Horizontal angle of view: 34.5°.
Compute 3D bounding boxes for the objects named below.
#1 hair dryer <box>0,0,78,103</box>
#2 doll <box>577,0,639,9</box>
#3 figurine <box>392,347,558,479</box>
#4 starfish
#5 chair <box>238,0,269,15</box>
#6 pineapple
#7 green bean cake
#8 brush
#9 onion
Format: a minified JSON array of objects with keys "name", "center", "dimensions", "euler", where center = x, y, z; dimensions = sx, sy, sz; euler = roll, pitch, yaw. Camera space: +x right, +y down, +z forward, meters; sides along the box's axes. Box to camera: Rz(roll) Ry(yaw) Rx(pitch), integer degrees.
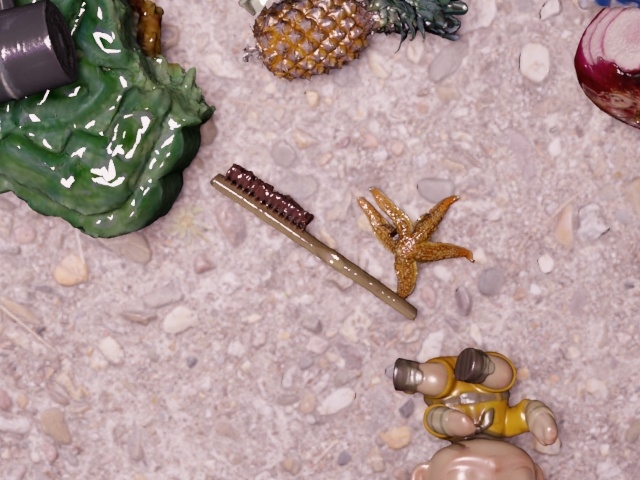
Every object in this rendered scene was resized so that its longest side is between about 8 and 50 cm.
[{"name":"hair dryer","center":[-0.285,-0.219,0.846],"dimensions":[0.124,0.071,0.219],"euler":[-13,89,2]},{"name":"doll","center":[0.263,-0.252,0.928],"dimensions":[0.057,0.227,0.114],"euler":[-46,137,-19]},{"name":"figurine","center":[0.157,0.239,1.032],"dimensions":[0.192,0.167,0.256],"euler":[-1,76,4]},{"name":"starfish","center":[0.095,0.013,1.053],"dimensions":[0.133,0.041,0.130],"euler":[10,100,-1]},{"name":"chair","center":[-0.015,-0.371,0.935],"dimensions":[0.275,0.190,0.203],"euler":[-38,98,13]},{"name":"pineapple","center":[0.030,-0.208,0.988],"dimensions":[0.221,0.103,0.083],"euler":[-15,98,3]},{"name":"green bean cake","center":[-0.237,-0.187,0.959],"dimensions":[0.300,0.169,0.307],"euler":[24,97,-4]},{"name":"brush","center":[0.000,0.000,1.041],"dimensions":[0.248,0.043,0.036],"euler":[35,100,0]},{"name":"onion","center":[0.345,-0.188,0.984],"dimensions":[0.173,0.198,0.135],"euler":[0,141,38]}]
